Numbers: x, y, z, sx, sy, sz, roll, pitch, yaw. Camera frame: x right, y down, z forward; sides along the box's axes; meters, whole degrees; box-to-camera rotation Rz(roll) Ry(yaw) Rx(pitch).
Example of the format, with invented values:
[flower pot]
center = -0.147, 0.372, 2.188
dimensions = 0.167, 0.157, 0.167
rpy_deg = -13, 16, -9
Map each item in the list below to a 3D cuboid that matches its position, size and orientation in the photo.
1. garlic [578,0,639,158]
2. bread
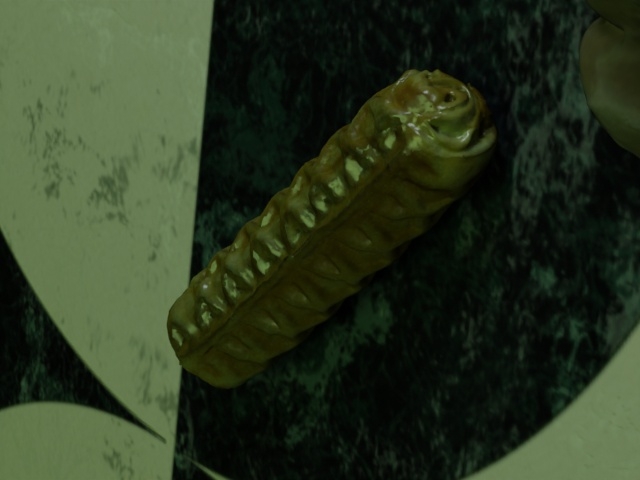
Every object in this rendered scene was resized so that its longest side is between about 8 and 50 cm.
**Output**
[garlic]
center = 0.229, -0.115, 0.948
dimensions = 0.292, 0.210, 0.237
rpy_deg = -120, 7, -54
[bread]
center = -0.001, 0.000, 1.350
dimensions = 0.367, 0.077, 0.084
rpy_deg = -43, 63, 46
